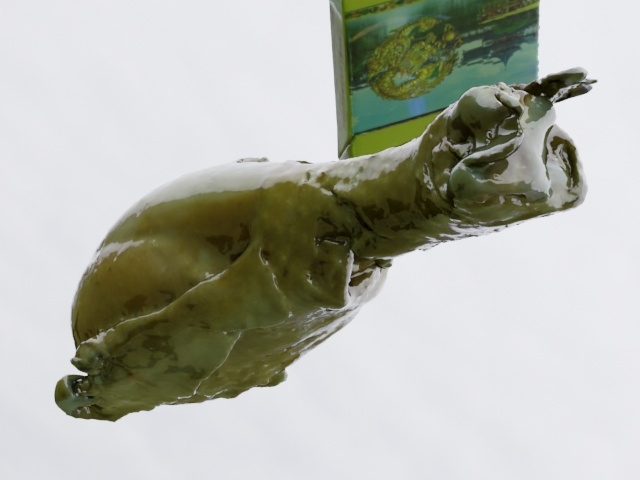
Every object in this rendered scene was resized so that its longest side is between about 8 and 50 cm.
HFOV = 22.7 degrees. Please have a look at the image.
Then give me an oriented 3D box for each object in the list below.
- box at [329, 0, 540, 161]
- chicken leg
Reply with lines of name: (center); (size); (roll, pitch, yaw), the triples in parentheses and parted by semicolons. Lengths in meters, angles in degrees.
box: (0.099, -0.188, 1.378); (0.047, 0.187, 0.335); (-121, -161, -44)
chicken leg: (0.000, 0.000, 1.021); (0.429, 0.201, 0.153); (-23, -101, 40)
